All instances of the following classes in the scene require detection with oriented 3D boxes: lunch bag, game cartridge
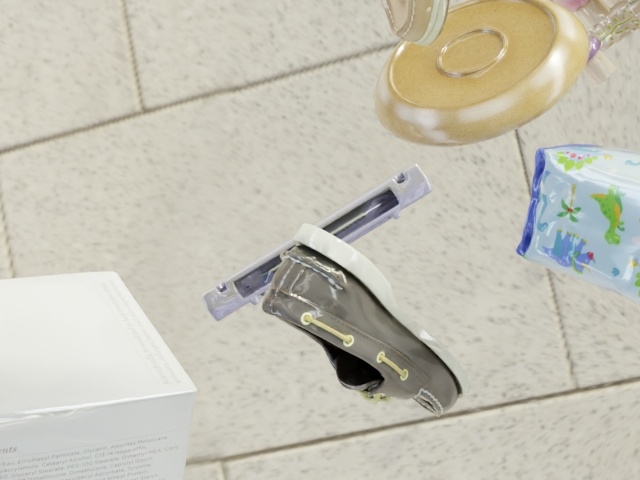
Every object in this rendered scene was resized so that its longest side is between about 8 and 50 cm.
[{"bbox_3d":[0.224,-0.010,0.837,0.129,0.151,0.096,25,114,41],"label":"lunch bag"},{"bbox_3d":[0.000,0.000,1.883,0.355,0.230,0.068,-31,88,4],"label":"game cartridge"}]

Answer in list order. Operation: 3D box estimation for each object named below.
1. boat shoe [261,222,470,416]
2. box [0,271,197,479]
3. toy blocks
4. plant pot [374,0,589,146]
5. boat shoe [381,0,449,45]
[{"bbox_3d":[0.033,0.074,0.918,0.081,0.228,0.068,23,73,43],"label":"boat shoe"},{"bbox_3d":[-0.211,0.120,0.952,0.181,0.182,0.119,46,133,50],"label":"box"},{"bbox_3d":[0.418,-0.425,1.835,0.260,0.309,0.289,44,134,-16],"label":"toy blocks"},{"bbox_3d":[0.163,-0.189,1.358,0.236,0.032,0.236,-17,40,15],"label":"plant pot"},{"bbox_3d":[0.023,-0.148,0.562,0.045,0.050,0.135,-6,77,-22],"label":"boat shoe"}]
